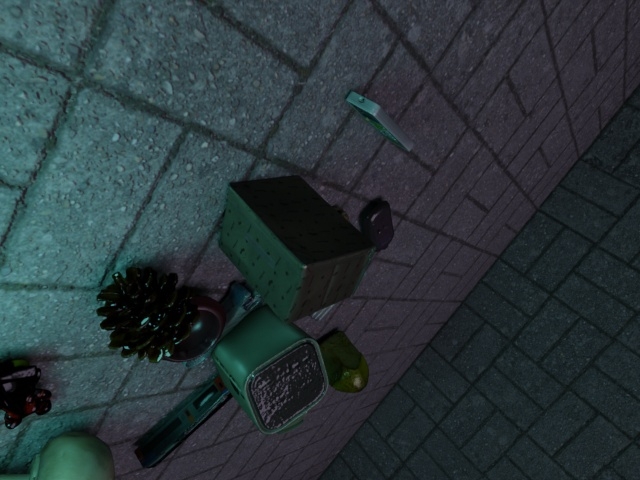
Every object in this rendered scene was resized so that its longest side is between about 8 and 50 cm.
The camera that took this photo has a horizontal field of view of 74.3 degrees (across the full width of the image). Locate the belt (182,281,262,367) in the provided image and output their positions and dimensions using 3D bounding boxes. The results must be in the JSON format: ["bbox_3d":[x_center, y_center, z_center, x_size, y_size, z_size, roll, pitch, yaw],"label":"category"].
[{"bbox_3d":[-0.285,0.231,1.190,0.302,0.072,0.087,-46,151,-1],"label":"belt"}]

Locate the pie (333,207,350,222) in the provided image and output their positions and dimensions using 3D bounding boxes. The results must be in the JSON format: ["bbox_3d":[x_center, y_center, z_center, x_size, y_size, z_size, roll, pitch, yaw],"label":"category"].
[{"bbox_3d":[0.002,0.002,1.296,0.218,0.052,0.185,-34,145,-23],"label":"pie"}]

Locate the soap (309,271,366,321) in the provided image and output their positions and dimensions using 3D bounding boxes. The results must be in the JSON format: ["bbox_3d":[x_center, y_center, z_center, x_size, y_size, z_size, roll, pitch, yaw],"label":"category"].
[{"bbox_3d":[0.038,0.152,1.475,0.261,0.094,0.150,-46,153,-4],"label":"soap"}]

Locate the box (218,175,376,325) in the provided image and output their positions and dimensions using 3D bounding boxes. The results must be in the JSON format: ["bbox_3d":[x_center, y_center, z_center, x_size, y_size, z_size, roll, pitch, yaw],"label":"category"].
[{"bbox_3d":[-0.066,0.009,0.998,0.225,0.297,0.190,-15,139,-41],"label":"box"}]

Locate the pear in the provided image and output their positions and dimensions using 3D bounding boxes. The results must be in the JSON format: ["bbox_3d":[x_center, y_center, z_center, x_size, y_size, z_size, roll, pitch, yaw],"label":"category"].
[{"bbox_3d":[0.082,0.559,1.820,0.164,0.255,0.238,-23,146,-36],"label":"pear"}]

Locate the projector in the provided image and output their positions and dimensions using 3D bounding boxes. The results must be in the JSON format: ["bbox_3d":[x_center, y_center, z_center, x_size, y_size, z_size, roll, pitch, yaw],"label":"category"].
[{"bbox_3d":[-0.154,0.378,1.272,0.248,0.249,0.248,-28,120,-27],"label":"projector"}]

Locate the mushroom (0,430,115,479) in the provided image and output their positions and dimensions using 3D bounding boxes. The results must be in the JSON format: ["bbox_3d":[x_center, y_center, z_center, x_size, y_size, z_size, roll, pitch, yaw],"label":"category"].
[{"bbox_3d":[-0.679,0.618,1.001,0.336,0.314,0.314,9,120,-30],"label":"mushroom"}]

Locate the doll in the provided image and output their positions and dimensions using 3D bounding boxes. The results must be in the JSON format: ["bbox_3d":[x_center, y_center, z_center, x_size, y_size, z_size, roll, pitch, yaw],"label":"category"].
[{"bbox_3d":[-0.637,0.310,0.863,0.127,0.088,0.248,-50,165,-36],"label":"doll"}]

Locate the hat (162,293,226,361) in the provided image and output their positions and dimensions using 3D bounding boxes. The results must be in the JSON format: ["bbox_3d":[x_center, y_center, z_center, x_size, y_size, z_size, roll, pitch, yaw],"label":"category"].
[{"bbox_3d":[-0.344,0.221,1.086,0.206,0.089,0.205,-18,126,-27],"label":"hat"}]

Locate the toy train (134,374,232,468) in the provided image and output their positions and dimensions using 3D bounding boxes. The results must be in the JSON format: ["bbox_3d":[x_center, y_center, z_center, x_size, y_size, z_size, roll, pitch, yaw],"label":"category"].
[{"bbox_3d":[-0.418,0.573,1.397,0.409,0.089,0.086,-42,158,-10],"label":"toy train"}]

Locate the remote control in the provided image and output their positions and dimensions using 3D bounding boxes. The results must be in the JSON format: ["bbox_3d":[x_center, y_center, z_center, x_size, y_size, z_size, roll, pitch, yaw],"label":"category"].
[{"bbox_3d":[0.161,-0.304,1.098,0.034,0.103,0.250,-56,148,9],"label":"remote control"}]

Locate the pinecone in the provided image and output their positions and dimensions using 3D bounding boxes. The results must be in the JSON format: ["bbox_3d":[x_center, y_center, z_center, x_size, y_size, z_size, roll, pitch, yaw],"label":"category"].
[{"bbox_3d":[-0.371,0.147,0.893,0.208,0.208,0.207,-30,145,-25],"label":"pinecone"}]

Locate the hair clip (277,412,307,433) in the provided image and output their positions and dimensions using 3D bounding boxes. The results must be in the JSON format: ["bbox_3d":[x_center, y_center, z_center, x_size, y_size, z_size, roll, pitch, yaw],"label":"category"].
[{"bbox_3d":[-0.150,0.751,1.854,0.282,0.172,0.113,-47,142,18],"label":"hair clip"}]

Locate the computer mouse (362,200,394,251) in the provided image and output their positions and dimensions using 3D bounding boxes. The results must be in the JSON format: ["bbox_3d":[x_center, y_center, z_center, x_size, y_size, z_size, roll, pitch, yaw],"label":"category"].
[{"bbox_3d":[0.201,-0.048,1.471,0.120,0.057,0.232,-40,145,-12],"label":"computer mouse"}]
